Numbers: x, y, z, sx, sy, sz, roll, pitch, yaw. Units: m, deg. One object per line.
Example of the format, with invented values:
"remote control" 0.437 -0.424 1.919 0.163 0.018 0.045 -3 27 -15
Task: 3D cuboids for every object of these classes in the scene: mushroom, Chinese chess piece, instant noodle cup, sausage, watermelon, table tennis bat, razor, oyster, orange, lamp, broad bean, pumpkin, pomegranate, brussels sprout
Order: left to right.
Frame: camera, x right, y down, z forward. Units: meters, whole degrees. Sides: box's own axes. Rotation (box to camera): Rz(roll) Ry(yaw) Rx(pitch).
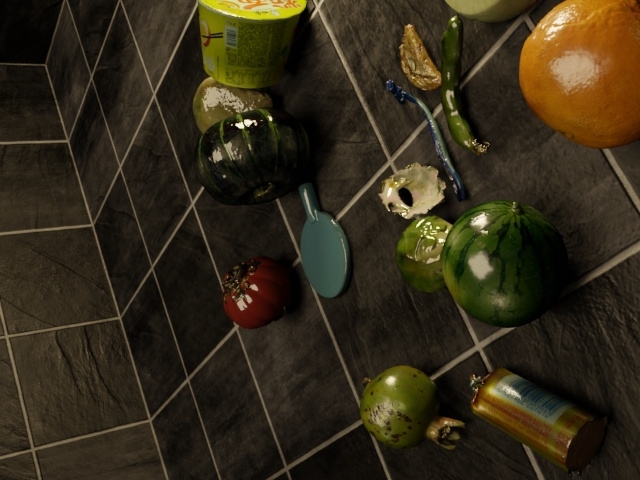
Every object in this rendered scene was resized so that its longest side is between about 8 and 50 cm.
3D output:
"mushroom" -0.255 -0.379 2.271 0.217 0.212 0.291 56 131 45
"instant noodle cup" -0.202 -0.574 2.093 0.311 0.312 0.221 50 142 38
"pumpkin" -0.186 -0.230 2.081 0.323 0.323 0.241 -26 75 54
"lamp" -0.193 0.151 2.250 0.227 0.227 0.226 14 107 53
"table tennis bat" 0.000 0.000 2.102 0.215 0.044 0.328 -25 77 55
"pomegranate" 0.214 0.386 1.762 0.246 0.198 0.198 -4 93 20
"oyster" 0.217 -0.105 1.749 0.209 0.072 0.132 -19 66 45
"razor" 0.250 -0.229 1.699 0.056 0.093 0.324 -33 68 14
"brussels sprout" 0.248 0.034 1.674 0.161 0.144 0.181 -59 25 -5
"broad bean" 0.292 -0.316 1.596 0.144 0.050 0.291 -179 77 -75
"Chinese chess piece" 0.337 -0.550 1.470 0.250 0.101 0.250 14 107 53
"watermelon" 0.349 0.043 1.443 0.242 0.243 0.242 14 107 53
"sausage" 0.408 0.345 1.519 0.317 0.117 0.125 23 100 53
"orange" 0.452 -0.272 1.225 0.261 0.261 0.260 14 107 53

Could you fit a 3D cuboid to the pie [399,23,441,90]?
"pie" 0.221 -0.406 1.722 0.092 0.034 0.169 -35 73 50
